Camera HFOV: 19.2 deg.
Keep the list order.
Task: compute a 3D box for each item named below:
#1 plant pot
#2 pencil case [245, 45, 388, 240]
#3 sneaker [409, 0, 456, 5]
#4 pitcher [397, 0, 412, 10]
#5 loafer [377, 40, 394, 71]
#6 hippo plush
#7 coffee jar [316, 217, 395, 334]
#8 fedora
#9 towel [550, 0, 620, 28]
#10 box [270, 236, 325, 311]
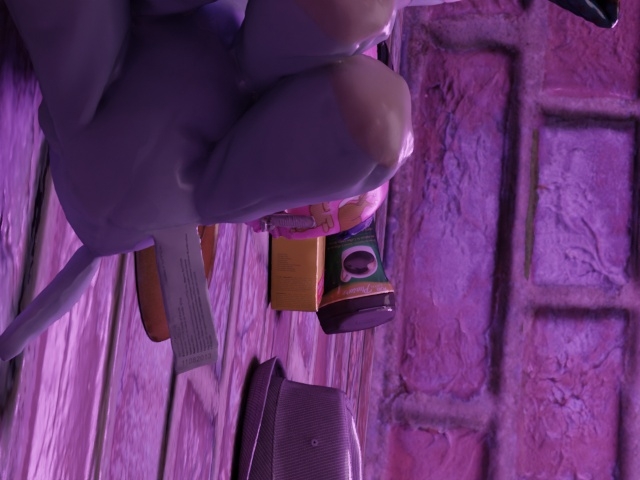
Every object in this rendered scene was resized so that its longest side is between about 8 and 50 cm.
[{"bbox_3d":[-0.110,-0.034,1.542,0.236,0.032,0.236,4,90,-83],"label":"plant pot"},{"bbox_3d":[-0.021,-0.162,1.724,0.386,0.160,0.167,85,-11,-52],"label":"pencil case"},{"bbox_3d":[0.026,-0.286,1.749,0.256,0.151,0.094,51,32,-52],"label":"sneaker"},{"bbox_3d":[-0.036,-0.191,1.337,0.125,0.207,0.178,-66,160,-70],"label":"pitcher"},{"bbox_3d":[0.004,-0.237,2.002,0.302,0.109,0.095,-110,-171,-57],"label":"loafer"},{"bbox_3d":[-0.054,-0.103,1.102,0.236,0.234,0.294,-69,161,-67],"label":"hippo plush"},{"bbox_3d":[0.028,0.019,2.295,0.079,0.096,0.184,-30,-109,63],"label":"coffee jar"},{"bbox_3d":[-0.020,0.269,2.097,0.244,0.124,0.275,72,22,-71],"label":"fedora"},{"bbox_3d":[0.055,-0.291,1.402,0.040,0.271,0.370,-50,-149,3],"label":"towel"},{"bbox_3d":[-0.023,-0.040,2.183,0.087,0.058,0.232,-69,163,-74],"label":"box"}]
